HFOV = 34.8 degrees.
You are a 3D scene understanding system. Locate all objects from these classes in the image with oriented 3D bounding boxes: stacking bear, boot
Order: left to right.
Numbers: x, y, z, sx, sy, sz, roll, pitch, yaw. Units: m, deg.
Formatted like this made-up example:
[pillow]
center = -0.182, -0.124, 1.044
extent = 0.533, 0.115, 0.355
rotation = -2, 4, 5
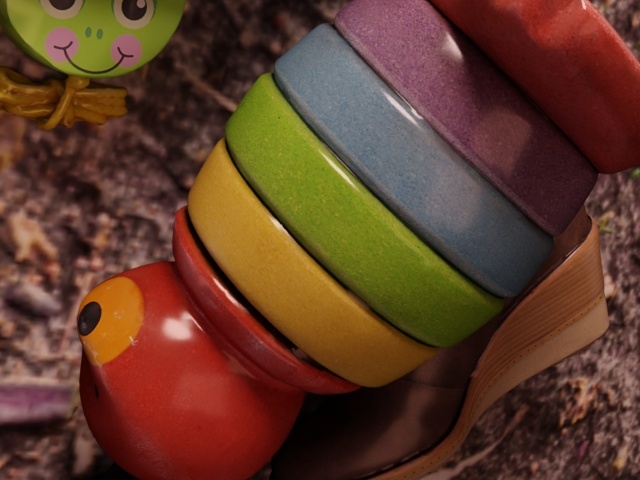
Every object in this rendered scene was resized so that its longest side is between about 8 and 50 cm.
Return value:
[stacking bear]
center = 0.000, 0.000, 0.471
extent = 0.289, 0.175, 0.164
rotation = -45, 134, 11
[boot]
center = 0.043, 0.015, 0.589
extent = 0.248, 0.090, 0.206
rotation = -30, 107, -16

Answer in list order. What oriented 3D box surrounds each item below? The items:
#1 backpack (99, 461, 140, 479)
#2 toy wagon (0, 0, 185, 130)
[backpack]
center = -0.020, 0.310, 0.466
extent = 0.273, 0.356, 0.290
rotation = 40, 83, -37
[toy wagon]
center = -0.076, -0.209, 0.417
extent = 0.267, 0.068, 0.344
rotation = 2, 106, -33
